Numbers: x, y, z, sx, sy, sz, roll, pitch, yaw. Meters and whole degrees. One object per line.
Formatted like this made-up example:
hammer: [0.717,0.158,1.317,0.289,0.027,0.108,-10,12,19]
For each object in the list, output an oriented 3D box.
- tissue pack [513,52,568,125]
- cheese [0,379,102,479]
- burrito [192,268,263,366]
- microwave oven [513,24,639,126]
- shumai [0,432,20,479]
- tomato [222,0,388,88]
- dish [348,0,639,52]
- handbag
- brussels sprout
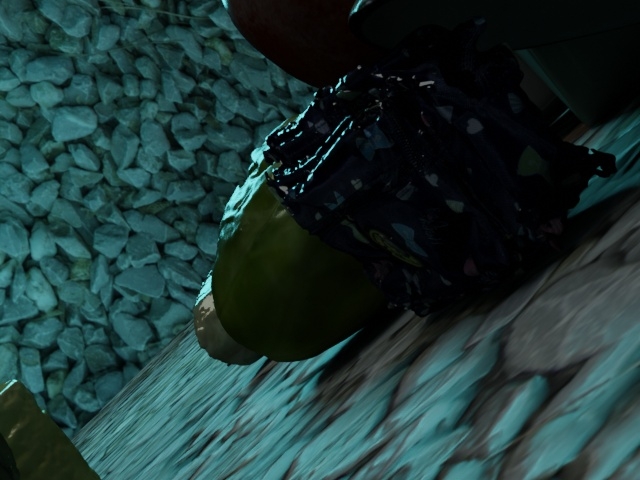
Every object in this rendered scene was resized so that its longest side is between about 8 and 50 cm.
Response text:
tissue pack: [0.209,-0.209,1.436,0.246,0.136,0.159,-42,-8,4]
cheese: [-0.279,0.223,1.645,0.094,0.167,0.123,-40,4,-27]
burrito: [0.000,0.001,1.733,0.299,0.105,0.143,-41,8,10]
microwave oven: [0.219,-0.273,1.234,0.295,0.181,0.237,-42,-34,6]
shumai: [-0.382,0.307,1.490,0.292,0.330,0.288,15,26,42]
tomato: [0.008,-0.175,1.128,0.167,0.167,0.167,-43,3,3]
dish: [0.162,-0.193,0.986,0.316,0.106,0.316,-11,-4,-1]
handbag: [0.059,-0.039,1.039,0.113,0.162,0.260,-45,6,-20]
brussels sprout: [0.003,0.000,1.328,0.223,0.161,0.223,-63,-7,-13]
